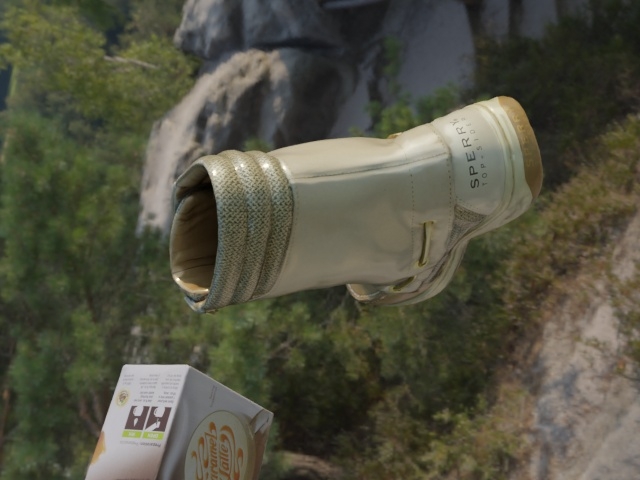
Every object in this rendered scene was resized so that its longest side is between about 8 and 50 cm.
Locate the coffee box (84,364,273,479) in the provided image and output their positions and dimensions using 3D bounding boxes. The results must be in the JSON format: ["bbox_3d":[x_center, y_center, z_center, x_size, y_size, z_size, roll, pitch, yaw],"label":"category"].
[{"bbox_3d":[-0.146,0.256,0.792,0.098,0.141,0.246,-6,57,36],"label":"coffee box"}]

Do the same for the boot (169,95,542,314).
[{"bbox_3d":[0.000,0.000,0.558,0.262,0.204,0.095,131,124,-67],"label":"boot"}]
